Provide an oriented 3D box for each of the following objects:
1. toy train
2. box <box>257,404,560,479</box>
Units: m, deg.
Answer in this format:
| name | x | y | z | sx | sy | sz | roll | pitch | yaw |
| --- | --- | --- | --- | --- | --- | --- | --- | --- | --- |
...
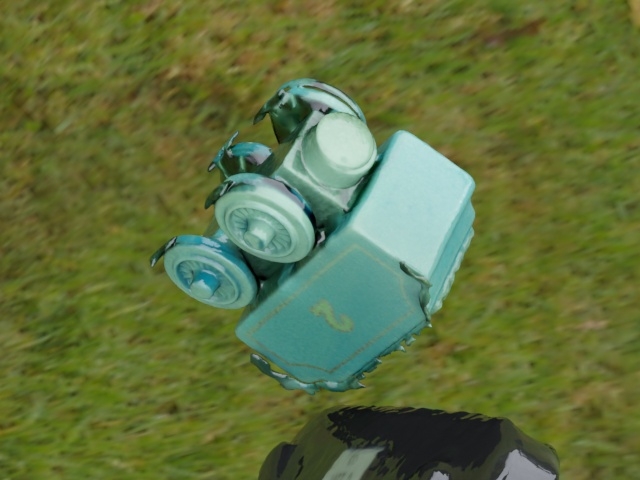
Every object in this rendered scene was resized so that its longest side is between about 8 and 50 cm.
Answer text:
| name | x | y | z | sx | sy | sz | roll | pitch | yaw |
| --- | --- | --- | --- | --- | --- | --- | --- | --- | --- |
| toy train | 0.000 | 0.000 | 1.230 | 0.163 | 0.203 | 0.112 | 34 | 57 | -10 |
| box | -0.018 | 0.253 | 1.111 | 0.091 | 0.359 | 0.350 | 33 | 76 | -14 |
